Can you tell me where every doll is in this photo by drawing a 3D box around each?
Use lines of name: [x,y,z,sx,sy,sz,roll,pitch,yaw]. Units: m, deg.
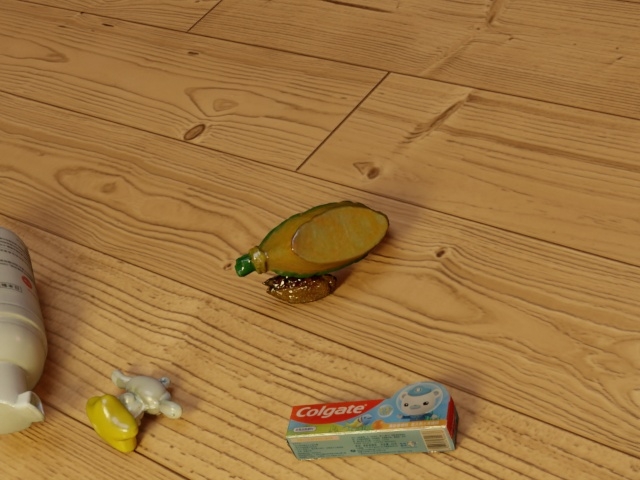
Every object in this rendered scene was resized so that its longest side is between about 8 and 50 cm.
doll: [-0.241,0.202,1.578,0.113,0.071,0.135,-22,34,-10]

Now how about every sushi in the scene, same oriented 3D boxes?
sushi: [-0.026,0.055,1.646,0.099,0.047,0.050,-14,37,7]

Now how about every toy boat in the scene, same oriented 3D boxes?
toy boat: [0.000,0.000,1.627,0.230,0.088,0.088,-16,-2,-25]

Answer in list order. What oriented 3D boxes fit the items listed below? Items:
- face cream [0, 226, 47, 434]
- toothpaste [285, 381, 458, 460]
face cream: [-0.445,0.134,1.684,0.145,0.145,0.369,-25,38,-2]
toothpaste: [0.060,0.207,1.434,0.193,0.044,0.070,-7,41,20]
